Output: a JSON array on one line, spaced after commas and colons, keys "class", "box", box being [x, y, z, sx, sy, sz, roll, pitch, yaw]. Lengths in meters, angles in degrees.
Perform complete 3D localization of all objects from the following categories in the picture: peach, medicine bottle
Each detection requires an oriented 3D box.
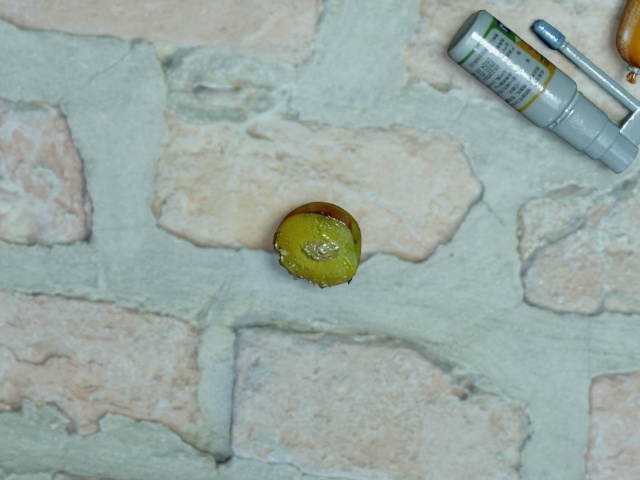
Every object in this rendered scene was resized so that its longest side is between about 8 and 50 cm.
[{"class": "peach", "box": [0.001, 0.000, 1.712, 0.098, 0.061, 0.098, 8, 120, 14]}, {"class": "medicine bottle", "box": [0.241, -0.160, 1.644, 0.221, 0.061, 0.092, 37, 88, -9]}]

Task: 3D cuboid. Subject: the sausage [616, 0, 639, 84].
[{"class": "sausage", "box": [0.354, -0.264, 1.591, 0.071, 0.071, 0.234, 21, 109, -2]}]
